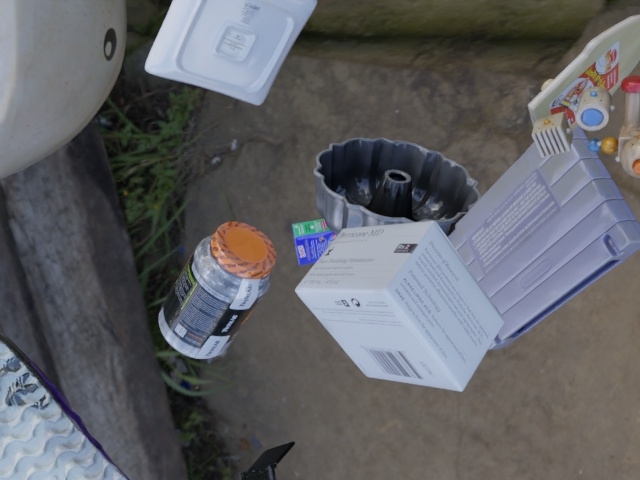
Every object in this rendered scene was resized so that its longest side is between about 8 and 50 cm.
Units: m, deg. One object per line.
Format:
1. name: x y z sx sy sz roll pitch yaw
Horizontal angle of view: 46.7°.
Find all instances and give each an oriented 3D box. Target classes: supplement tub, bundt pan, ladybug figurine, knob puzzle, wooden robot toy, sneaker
1. supplement tub: -0.238 0.116 1.735 0.193 0.193 0.316 45 127 13
2. bundt pan: 0.140 -0.075 1.463 0.330 0.331 0.124 28 127 23
3. ladybug figurine: -0.284 -0.236 0.567 0.305 0.162 0.449 -47 65 33
4. knob puzzle: 0.330 -0.205 0.904 0.030 0.213 0.213 50 127 23
5. wooden robot toy: 0.263 -0.089 0.623 0.173 0.079 0.076 4 131 26
6. sneaker: -0.197 0.173 0.539 0.293 0.102 0.146 62 160 -12

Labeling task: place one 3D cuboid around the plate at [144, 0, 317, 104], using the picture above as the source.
1. plate: -0.176 -0.407 1.491 0.278 0.277 0.045 -56 38 31

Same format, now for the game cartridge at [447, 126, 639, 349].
1. game cartridge: 0.342 0.000 1.204 0.355 0.068 0.230 -54 45 49

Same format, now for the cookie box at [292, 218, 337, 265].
1. cookie box: 0.000 0.000 1.535 0.107 0.040 0.092 -11 138 -3

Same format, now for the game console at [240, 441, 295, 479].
1. game console: -0.095 0.455 1.431 0.122 0.071 0.107 -35 62 50

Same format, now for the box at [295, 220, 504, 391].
1. box: 0.099 0.082 0.941 0.181 0.119 0.182 -5 130 53
